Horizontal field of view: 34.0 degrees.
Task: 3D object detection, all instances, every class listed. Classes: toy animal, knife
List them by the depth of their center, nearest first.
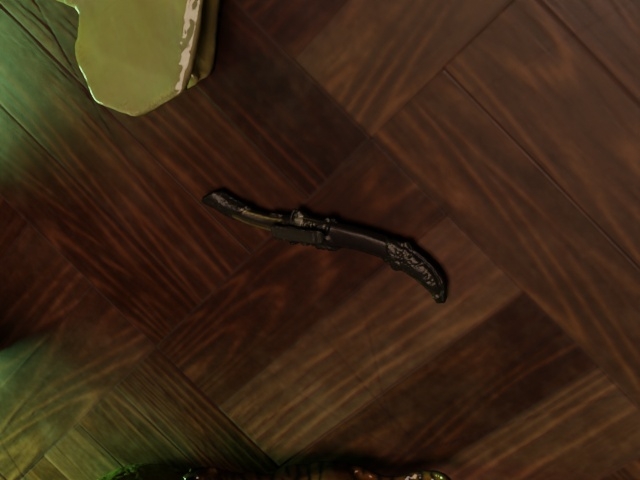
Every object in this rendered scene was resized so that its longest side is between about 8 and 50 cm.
[{"bbox_3d":[0.002,-0.005,0.845,0.222,0.021,0.046,21,128,13],"label":"knife"},{"bbox_3d":[0.006,0.237,0.950,0.255,0.114,0.116,-17,80,18],"label":"toy animal"}]

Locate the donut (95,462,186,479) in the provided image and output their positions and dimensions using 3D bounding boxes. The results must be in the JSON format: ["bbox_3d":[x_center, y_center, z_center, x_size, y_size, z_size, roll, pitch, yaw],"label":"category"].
[{"bbox_3d":[-0.159,0.340,1.078,0.272,0.107,0.272,16,127,23],"label":"donut"}]

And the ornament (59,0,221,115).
[{"bbox_3d":[-0.138,-0.208,0.777,0.180,0.059,0.201,-26,102,32],"label":"ornament"}]
